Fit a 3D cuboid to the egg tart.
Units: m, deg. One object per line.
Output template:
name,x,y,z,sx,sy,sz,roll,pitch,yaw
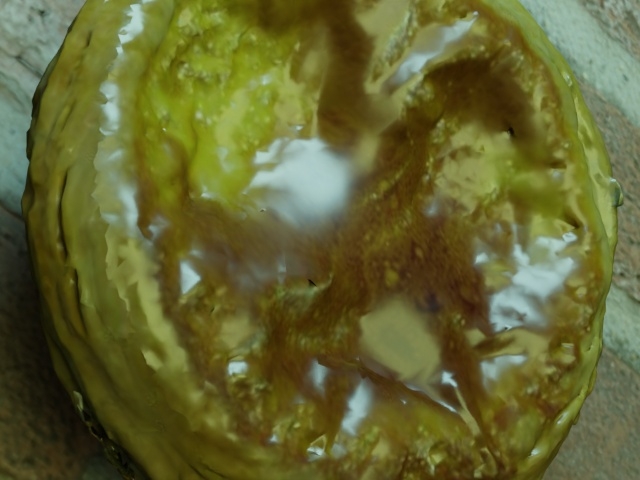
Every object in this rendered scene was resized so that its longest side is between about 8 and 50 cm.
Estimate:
egg tart,0.000,0.000,1.025,0.443,0.178,0.443,7,77,-31
